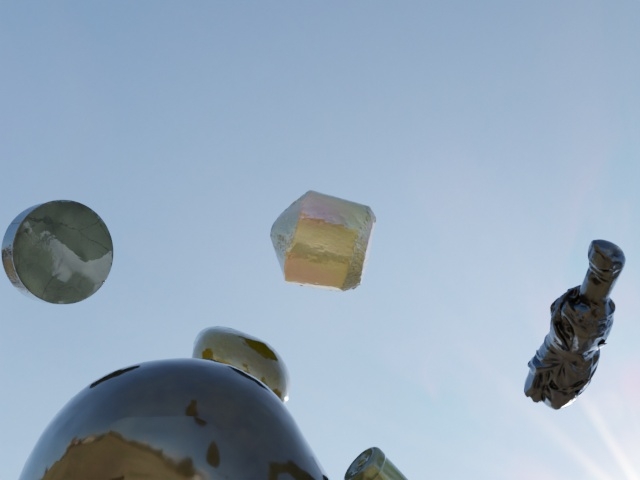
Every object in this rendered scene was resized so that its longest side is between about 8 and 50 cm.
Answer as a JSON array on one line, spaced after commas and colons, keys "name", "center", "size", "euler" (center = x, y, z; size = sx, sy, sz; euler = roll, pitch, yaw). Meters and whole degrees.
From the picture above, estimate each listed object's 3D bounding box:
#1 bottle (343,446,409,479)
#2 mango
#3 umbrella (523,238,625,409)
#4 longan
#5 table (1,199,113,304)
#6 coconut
[{"name": "bottle", "center": [0.070, 0.236, 0.753], "size": [0.101, 0.047, 0.063], "euler": [45, -20, -4]}, {"name": "mango", "center": [-0.107, 0.161, 1.053], "size": [0.130, 0.092, 0.194], "euler": [22, 1, -34]}, {"name": "umbrella", "center": [0.247, 0.086, 0.786], "size": [0.071, 0.071, 0.248], "euler": [23, -37, 13]}, {"name": "longan", "center": [-0.119, 0.263, 0.713], "size": [0.319, 0.319, 0.319], "euler": [15, -52, 20]}, {"name": "table", "center": [-0.335, 0.015, 1.069], "size": [0.043, 0.133, 0.133], "euler": [-3, -58, 49]}, {"name": "coconut", "center": [0.000, 0.000, 1.254], "size": [0.152, 0.147, 0.147], "euler": [12, -51, 4]}]
